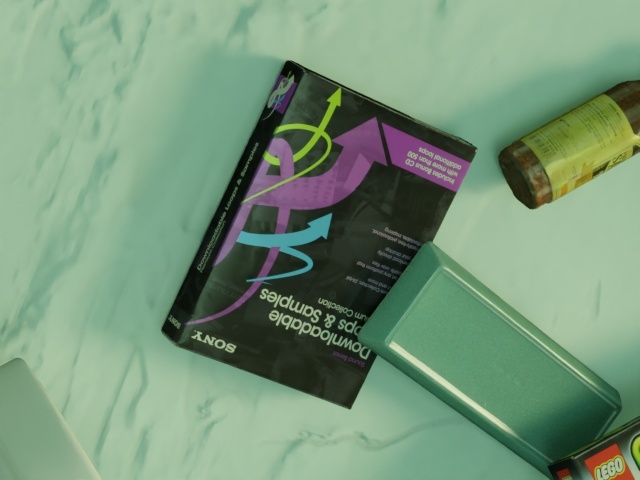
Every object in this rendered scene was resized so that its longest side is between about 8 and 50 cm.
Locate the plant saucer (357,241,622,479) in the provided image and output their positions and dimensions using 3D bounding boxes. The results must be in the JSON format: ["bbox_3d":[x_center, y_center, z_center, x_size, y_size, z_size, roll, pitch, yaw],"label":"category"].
[{"bbox_3d":[0.103,0.075,1.057,0.192,0.018,0.067,37,89,-37],"label":"plant saucer"}]

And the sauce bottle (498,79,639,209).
[{"bbox_3d":[0.162,-0.062,1.041,0.128,0.042,0.042,-28,115,-10],"label":"sauce bottle"}]

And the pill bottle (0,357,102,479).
[{"bbox_3d":[-0.225,0.175,0.891,0.264,0.153,0.153,-31,115,-11],"label":"pill bottle"}]

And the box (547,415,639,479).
[{"bbox_3d":[0.248,0.135,1.101,0.207,0.036,0.114,-24,84,-21],"label":"box"}]

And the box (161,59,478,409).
[{"bbox_3d":[0.000,0.000,1.001,0.116,0.029,0.162,22,98,-27],"label":"box"}]
